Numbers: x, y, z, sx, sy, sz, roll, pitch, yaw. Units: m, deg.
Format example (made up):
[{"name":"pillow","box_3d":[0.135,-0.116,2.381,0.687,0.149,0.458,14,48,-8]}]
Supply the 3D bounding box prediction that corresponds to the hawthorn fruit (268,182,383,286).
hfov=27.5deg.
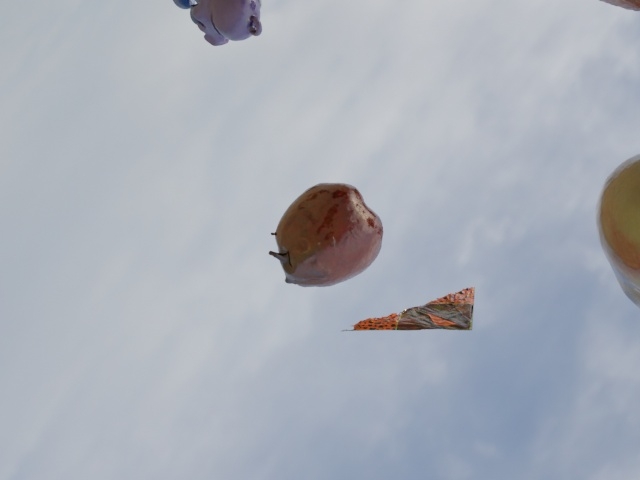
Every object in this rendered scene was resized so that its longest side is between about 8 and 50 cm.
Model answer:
[{"name":"hawthorn fruit","box_3d":[0.000,0.000,1.047,0.093,0.081,0.081,-38,-163,-23]}]

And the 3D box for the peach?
[{"name":"peach","box_3d":[0.530,-0.006,1.911,0.247,0.292,0.292,-53,-156,10]}]

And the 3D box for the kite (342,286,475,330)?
[{"name":"kite","box_3d":[0.151,0.098,1.657,0.125,0.222,0.008,20,-60,52]}]

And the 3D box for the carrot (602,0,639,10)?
[{"name":"carrot","box_3d":[0.332,-0.391,1.340,0.258,0.100,0.307,1,-94,28]}]

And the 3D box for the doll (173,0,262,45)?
[{"name":"doll","box_3d":[-0.125,-0.282,1.458,0.206,0.067,0.110,43,-38,33]}]
